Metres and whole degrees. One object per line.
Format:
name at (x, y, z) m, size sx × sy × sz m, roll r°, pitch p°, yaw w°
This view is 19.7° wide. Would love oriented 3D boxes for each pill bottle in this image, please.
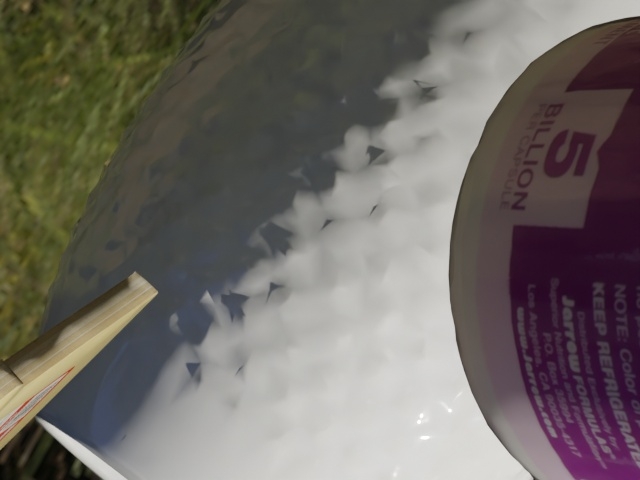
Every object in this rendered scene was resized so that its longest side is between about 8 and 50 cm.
pill bottle at (0.188, 0.012, 0.493) m, size 0.301 × 0.169 × 0.169 m, roll 2°, pitch 134°, yaw 54°

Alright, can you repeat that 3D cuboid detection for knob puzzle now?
knob puzzle at (-0.150, 0.086, 0.531) m, size 0.030 × 0.213 × 0.213 m, roll 48°, pitch 129°, yaw 2°

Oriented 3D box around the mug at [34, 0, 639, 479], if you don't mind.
mug at (0.000, 0.000, 0.949) m, size 0.276 × 0.328 × 0.374 m, roll 46°, pitch 165°, yaw -29°
